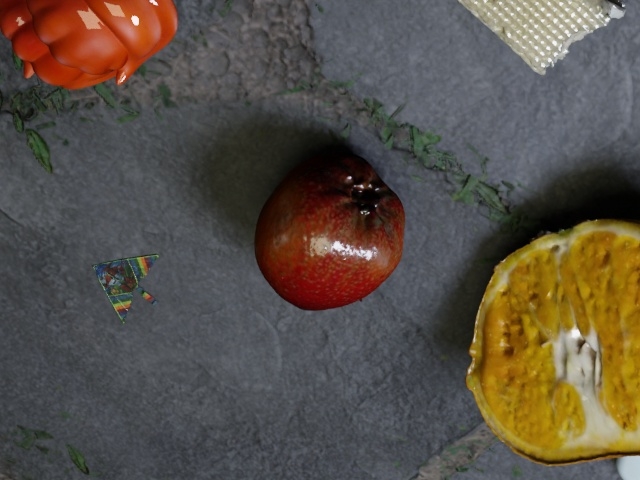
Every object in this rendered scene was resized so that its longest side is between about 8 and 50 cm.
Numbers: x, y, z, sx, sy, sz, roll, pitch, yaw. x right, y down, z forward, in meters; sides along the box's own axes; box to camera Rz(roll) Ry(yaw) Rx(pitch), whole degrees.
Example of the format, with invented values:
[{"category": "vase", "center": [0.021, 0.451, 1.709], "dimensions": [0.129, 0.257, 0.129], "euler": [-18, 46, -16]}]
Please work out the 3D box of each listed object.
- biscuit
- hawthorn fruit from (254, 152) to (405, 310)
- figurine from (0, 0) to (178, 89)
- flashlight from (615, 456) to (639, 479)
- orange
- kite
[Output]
[{"category": "biscuit", "center": [0.181, -0.271, 1.556], "dimensions": [0.239, 0.062, 0.108], "euler": [39, 124, -15]}, {"category": "hawthorn fruit", "center": [0.000, 0.000, 1.729], "dimensions": [0.169, 0.169, 0.188], "euler": [35, 129, -12]}, {"category": "figurine", "center": [-0.216, -0.245, 1.547], "dimensions": [0.208, 0.257, 0.181], "euler": [4, 125, 12]}, {"category": "flashlight", "center": [0.386, 0.209, 1.853], "dimensions": [0.093, 0.047, 0.200], "euler": [8, 128, 12]}, {"category": "orange", "center": [0.309, 0.110, 1.673], "dimensions": [0.274, 0.274, 0.310], "euler": [22, 163, -2]}, {"category": "kite", "center": [-0.235, 0.051, 1.914], "dimensions": [0.090, 0.004, 0.122], "euler": [31, 125, -8]}]
